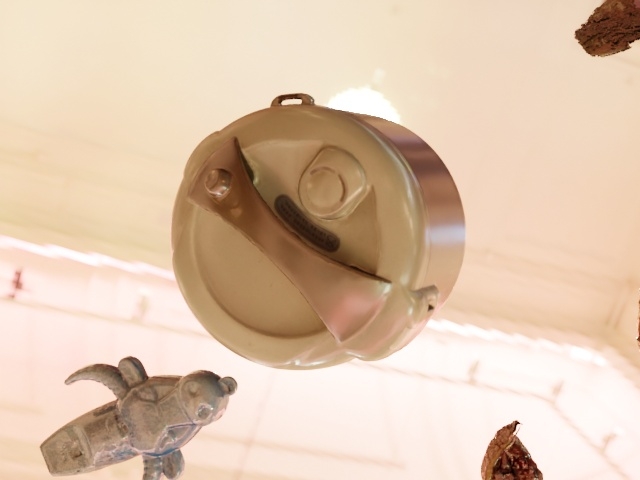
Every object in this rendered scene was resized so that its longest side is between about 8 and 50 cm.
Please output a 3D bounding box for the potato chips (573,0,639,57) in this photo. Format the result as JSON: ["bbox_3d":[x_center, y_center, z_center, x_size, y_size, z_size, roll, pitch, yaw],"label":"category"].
[{"bbox_3d":[0.418,-0.299,2.094,0.142,0.026,0.209,-9,-153,26],"label":"potato chips"}]

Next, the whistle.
[{"bbox_3d":[-0.221,0.221,1.834,0.180,0.269,0.093,65,-169,0],"label":"whistle"}]

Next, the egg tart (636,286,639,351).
[{"bbox_3d":[0.434,0.121,1.657,0.150,0.351,0.352,-14,-178,24],"label":"egg tart"}]

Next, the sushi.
[{"bbox_3d":[0.158,0.197,1.217,0.050,0.099,0.047,-26,-173,-10],"label":"sushi"}]

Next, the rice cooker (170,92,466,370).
[{"bbox_3d":[0.000,0.000,1.821,0.335,0.335,0.325,24,-171,15],"label":"rice cooker"}]
